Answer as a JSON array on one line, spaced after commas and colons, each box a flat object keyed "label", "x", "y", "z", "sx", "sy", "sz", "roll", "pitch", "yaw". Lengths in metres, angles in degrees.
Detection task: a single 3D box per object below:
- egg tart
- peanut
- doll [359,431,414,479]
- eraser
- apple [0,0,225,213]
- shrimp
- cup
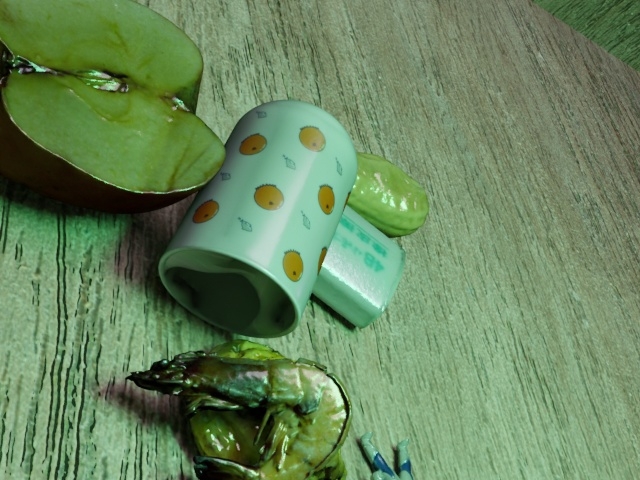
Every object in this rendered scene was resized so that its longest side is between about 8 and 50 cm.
[{"label": "egg tart", "x": -0.047, "y": 0.254, "z": 1.501, "sx": 0.297, "sy": 0.132, "sz": 0.297, "roll": 35, "pitch": 35, "yaw": -29}, {"label": "peanut", "x": 0.053, "y": -0.102, "z": 1.974, "sx": 0.319, "sy": 0.147, "sz": 0.147, "roll": 22, "pitch": 41, "yaw": -23}, {"label": "doll", "x": 0.128, "y": 0.391, "z": 1.616, "sx": 0.114, "sy": 0.057, "sz": 0.227, "roll": 24, "pitch": 38, "yaw": -38}, {"label": "eraser", "x": 0.000, "y": 0.000, "z": 1.829, "sx": 0.290, "sy": 0.104, "sz": 0.189, "roll": 38, "pitch": 43, "yaw": -14}, {"label": "apple", "x": -0.313, "y": -0.195, "z": 1.515, "sx": 0.365, "sy": 0.295, "sz": 0.329, "roll": 5, "pitch": 14, "yaw": -40}, {"label": "shrimp", "x": -0.106, "y": 0.233, "z": 1.385, "sx": 0.289, "sy": 0.075, "sz": 0.178, "roll": 6, "pitch": 75, "yaw": -10}, {"label": "cup", "x": -0.074, "y": -0.045, "z": 1.598, "sx": 0.212, "sy": 0.212, "sz": 0.317, "roll": 36, "pitch": 56, "yaw": -18}]
